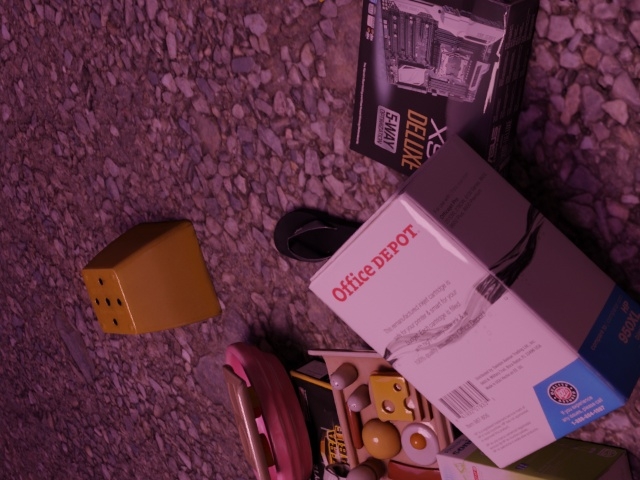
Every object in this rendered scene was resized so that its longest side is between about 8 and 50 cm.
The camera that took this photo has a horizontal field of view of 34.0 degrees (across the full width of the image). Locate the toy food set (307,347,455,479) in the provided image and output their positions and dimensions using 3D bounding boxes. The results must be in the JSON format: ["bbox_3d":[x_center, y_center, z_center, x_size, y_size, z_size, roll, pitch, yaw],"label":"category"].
[{"bbox_3d":[0.103,0.321,1.738,0.219,0.092,0.306,-3,107,34],"label":"toy food set"}]

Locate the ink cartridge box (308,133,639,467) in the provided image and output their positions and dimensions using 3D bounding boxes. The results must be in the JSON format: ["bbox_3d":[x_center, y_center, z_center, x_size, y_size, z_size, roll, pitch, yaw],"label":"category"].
[{"bbox_3d":[0.219,0.091,1.456,0.395,0.166,0.285,43,141,-1],"label":"ink cartridge box"}]

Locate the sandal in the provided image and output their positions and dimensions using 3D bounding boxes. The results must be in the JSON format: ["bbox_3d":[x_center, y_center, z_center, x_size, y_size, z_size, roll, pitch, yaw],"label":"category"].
[{"bbox_3d":[0.000,-0.001,1.810,0.254,0.054,0.097,4,114,47],"label":"sandal"}]

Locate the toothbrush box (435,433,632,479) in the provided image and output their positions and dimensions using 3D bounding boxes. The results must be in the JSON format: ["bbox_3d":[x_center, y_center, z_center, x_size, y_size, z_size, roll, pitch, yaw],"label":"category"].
[{"bbox_3d":[0.340,0.416,1.619,0.283,0.122,0.206,3,113,49],"label":"toothbrush box"}]

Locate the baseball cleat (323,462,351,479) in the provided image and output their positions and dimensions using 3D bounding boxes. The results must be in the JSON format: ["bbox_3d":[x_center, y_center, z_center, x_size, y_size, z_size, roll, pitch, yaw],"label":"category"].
[{"bbox_3d":[0.022,0.472,1.943,0.206,0.072,0.109,-33,73,46],"label":"baseball cleat"}]

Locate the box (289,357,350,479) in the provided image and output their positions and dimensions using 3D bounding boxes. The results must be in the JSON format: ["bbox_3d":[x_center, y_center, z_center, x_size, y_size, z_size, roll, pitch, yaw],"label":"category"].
[{"bbox_3d":[0.079,0.398,1.938,0.257,0.079,0.322,12,119,43],"label":"box"}]

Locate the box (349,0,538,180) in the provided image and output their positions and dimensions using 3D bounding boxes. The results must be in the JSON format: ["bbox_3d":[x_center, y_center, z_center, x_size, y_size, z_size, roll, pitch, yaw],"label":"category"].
[{"bbox_3d":[0.165,-0.229,1.474,0.242,0.076,0.308,30,131,33],"label":"box"}]

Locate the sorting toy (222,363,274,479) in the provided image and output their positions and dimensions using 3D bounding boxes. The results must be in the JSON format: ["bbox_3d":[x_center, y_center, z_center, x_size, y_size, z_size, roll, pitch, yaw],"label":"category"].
[{"bbox_3d":[-0.129,0.331,1.911,0.208,0.038,0.193,-163,58,-77],"label":"sorting toy"}]

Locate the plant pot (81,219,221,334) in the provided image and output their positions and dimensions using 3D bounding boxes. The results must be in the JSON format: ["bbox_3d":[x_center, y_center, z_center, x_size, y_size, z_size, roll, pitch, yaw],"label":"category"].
[{"bbox_3d":[-0.366,0.092,2.173,0.212,0.187,0.212,-3,110,49],"label":"plant pot"}]

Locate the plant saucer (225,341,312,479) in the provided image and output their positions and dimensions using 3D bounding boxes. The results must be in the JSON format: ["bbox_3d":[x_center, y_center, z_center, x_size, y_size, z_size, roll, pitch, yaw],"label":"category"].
[{"bbox_3d":[-0.096,0.351,2.027,0.332,0.084,0.332,165,90,-75],"label":"plant saucer"}]
